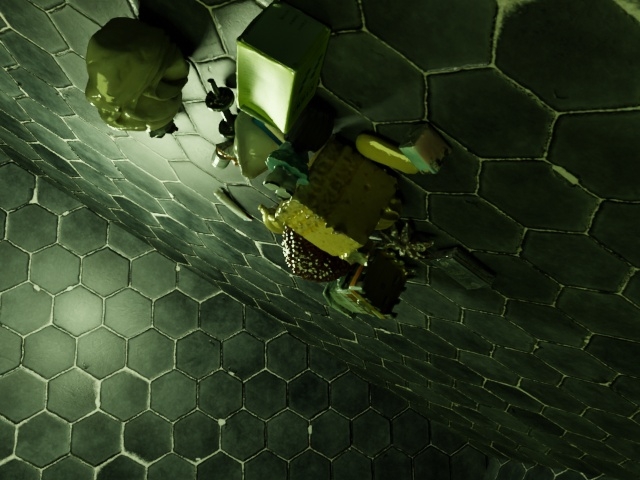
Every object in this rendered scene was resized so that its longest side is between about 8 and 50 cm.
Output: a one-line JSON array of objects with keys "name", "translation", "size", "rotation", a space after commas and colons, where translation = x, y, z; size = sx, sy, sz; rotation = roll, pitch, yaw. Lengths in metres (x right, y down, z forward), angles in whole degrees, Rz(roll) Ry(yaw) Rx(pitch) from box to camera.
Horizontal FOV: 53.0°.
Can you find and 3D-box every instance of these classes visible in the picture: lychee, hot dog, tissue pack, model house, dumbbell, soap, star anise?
[{"name": "lychee", "translation": [0.000, 0.000, 1.934], "size": [0.271, 0.271, 0.271], "rotation": [26, 159, 11]}, {"name": "hot dog", "translation": [-0.241, -0.248, 1.835], "size": [0.108, 0.059, 0.191], "rotation": [25, -173, -1]}, {"name": "tissue pack", "translation": [0.226, -0.200, 1.395], "size": [0.094, 0.074, 0.059], "rotation": [40, 164, -29]}, {"name": "model house", "translation": [0.149, 0.127, 2.039], "size": [0.198, 0.224, 0.215], "rotation": [41, 156, -29]}, {"name": "dumbbell", "translation": [-0.249, -0.337, 1.695], "size": [0.082, 0.081, 0.254], "rotation": [21, 158, 22]}, {"name": "soap", "translation": [0.160, -0.204, 1.526], "size": [0.168, 0.033, 0.089], "rotation": [27, 161, 8]}, {"name": "tissue pack", "translation": [0.406, 0.080, 1.833], "size": [0.156, 0.051, 0.112], "rotation": [36, 160, -17]}, {"name": "star anise", "translation": [0.250, 0.008, 1.855], "size": [0.195, 0.065, 0.182], "rotation": [-2, 144, 48]}]

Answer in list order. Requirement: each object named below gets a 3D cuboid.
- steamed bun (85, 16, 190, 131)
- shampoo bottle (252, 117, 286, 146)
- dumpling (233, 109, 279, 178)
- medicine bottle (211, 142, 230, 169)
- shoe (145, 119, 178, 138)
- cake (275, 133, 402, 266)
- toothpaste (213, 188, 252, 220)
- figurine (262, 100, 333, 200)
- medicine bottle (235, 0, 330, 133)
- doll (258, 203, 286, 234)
[{"name": "steamed bun", "translation": [-0.435, -0.391, 1.592], "size": [0.203, 0.276, 0.289], "rotation": [16, 133, 5]}, {"name": "shampoo bottle", "translation": [-0.101, -0.293, 1.612], "size": [0.087, 0.050, 0.183], "rotation": [-35, 121, 22]}, {"name": "dumpling", "translation": [-0.174, -0.244, 1.685], "size": [0.126, 0.166, 0.216], "rotation": [30, 152, 2]}, {"name": "medicine bottle", "translation": [-0.303, -0.259, 1.977], "size": [0.058, 0.058, 0.091], "rotation": [33, 159, -9]}, {"name": "shoe", "translation": [-0.491, -0.359, 1.929], "size": [0.125, 0.099, 0.227], "rotation": [42, 163, -9]}, {"name": "cake", "translation": [0.065, -0.087, 1.654], "size": [0.286, 0.227, 0.222], "rotation": [35, 163, -8]}, {"name": "toothpaste", "translation": [-0.324, -0.127, 2.357], "size": [0.048, 0.031, 0.190], "rotation": [6, 152, 42]}, {"name": "figurine", "translation": [-0.059, -0.221, 1.488], "size": [0.138, 0.245, 0.110], "rotation": [32, 158, -23]}, {"name": "medicine bottle", "translation": [-0.083, -0.358, 1.343], "size": [0.141, 0.137, 0.250], "rotation": [29, 158, 4]}, {"name": "doll", "translation": [-0.114, -0.036, 2.207], "size": [0.117, 0.086, 0.291], "rotation": [34, 170, 47]}]
